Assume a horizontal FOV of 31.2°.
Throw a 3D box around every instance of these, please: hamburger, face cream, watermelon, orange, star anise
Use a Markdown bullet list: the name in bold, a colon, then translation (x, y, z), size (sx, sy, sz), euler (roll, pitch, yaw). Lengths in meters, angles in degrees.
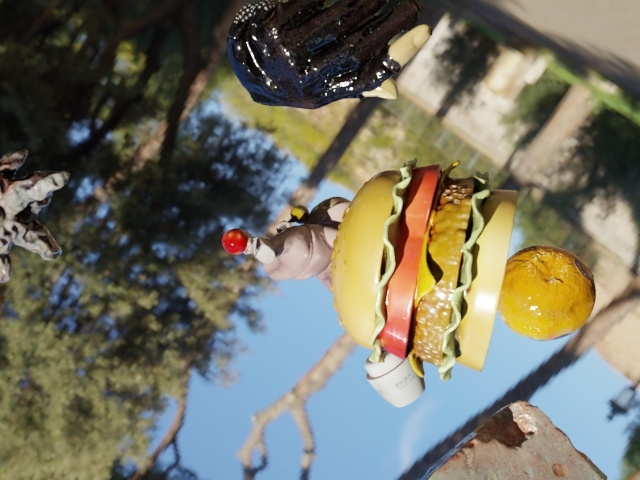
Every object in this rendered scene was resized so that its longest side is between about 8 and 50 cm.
- **hamburger**: translation (0.119, 0.030, 1.419), size (0.212, 0.274, 0.274), euler (12, -169, 8)
- **face cream**: translation (0.128, 0.229, 1.956), size (0.095, 0.091, 0.091), euler (56, -170, -11)
- **watermelon**: translation (0.278, 0.367, 1.798), size (0.318, 0.148, 0.226), euler (3, -111, -20)
- **orange**: translation (0.395, 0.093, 2.024), size (0.178, 0.155, 0.177), euler (6, -120, -11)
- **star anise**: translation (-0.494, -0.045, 1.724), size (0.212, 0.282, 0.129), euler (-9, -141, -26)

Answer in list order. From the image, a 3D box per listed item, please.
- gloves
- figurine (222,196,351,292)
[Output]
- **gloves**: translation (0.015, -0.181, 1.089), size (0.181, 0.129, 0.106), euler (-6, -160, 27)
- **figurine**: translation (0.000, 0.000, 1.812), size (0.288, 0.176, 0.186), euler (1, -125, -25)
